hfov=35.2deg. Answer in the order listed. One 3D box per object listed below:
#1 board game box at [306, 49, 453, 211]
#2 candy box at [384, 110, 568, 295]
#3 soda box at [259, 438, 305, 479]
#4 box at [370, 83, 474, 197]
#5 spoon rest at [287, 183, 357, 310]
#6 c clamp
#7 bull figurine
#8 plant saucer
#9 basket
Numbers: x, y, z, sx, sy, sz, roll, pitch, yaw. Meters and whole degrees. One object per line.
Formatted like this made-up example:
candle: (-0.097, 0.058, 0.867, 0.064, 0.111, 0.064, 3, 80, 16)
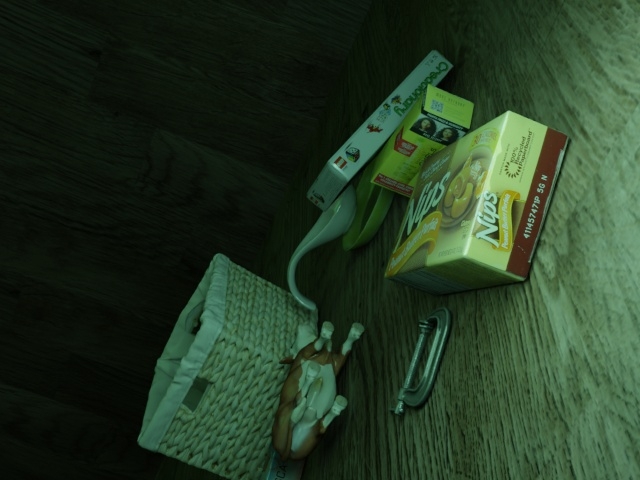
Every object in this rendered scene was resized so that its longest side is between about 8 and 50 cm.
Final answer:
board game box: (0.105, -0.197, 1.843, 0.305, 0.053, 0.193, -48, -1, -19)
candy box: (0.187, -0.035, 1.287, 0.316, 0.087, 0.183, 152, 138, -76)
soda box: (-0.078, 0.442, 1.796, 0.058, 0.063, 0.183, 131, 158, -62)
box: (0.166, -0.162, 1.689, 0.232, 0.087, 0.058, 128, 160, -57)
spoon rest: (0.000, 0.000, 2.043, 0.137, 0.084, 0.276, -138, 68, -80)
c clamp: (0.132, 0.163, 1.362, 0.137, 0.022, 0.161, 175, 116, -79)
bull figurine: (-0.011, 0.240, 1.750, 0.310, 0.101, 0.188, -80, 17, -51)
plant saucer: (0.107, -0.086, 1.996, 0.241, 0.037, 0.241, -159, 90, -80)
basket: (-0.182, 0.267, 2.089, 0.328, 0.266, 0.331, -60, 12, 21)
